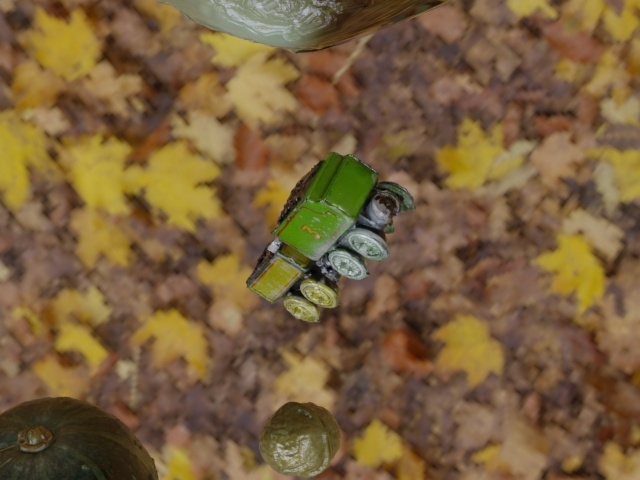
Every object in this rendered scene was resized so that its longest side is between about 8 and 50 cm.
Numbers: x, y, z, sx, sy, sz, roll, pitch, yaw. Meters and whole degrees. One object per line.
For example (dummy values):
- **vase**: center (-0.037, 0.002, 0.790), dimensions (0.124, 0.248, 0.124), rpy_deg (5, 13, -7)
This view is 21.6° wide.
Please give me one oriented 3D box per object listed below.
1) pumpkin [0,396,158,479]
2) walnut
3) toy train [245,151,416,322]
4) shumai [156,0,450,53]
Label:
- **pumpkin**: center (-0.233, 0.224, 1.478), dimensions (0.190, 0.190, 0.146), rpy_deg (21, 144, 20)
- **walnut**: center (-0.021, 0.208, 1.753), dimensions (0.092, 0.092, 0.092), rpy_deg (18, 129, 23)
- **toy train**: center (0.000, 0.000, 1.236), dimensions (0.081, 0.060, 0.202), rpy_deg (32, 152, -6)
- **shumai**: center (-0.024, -0.201, 0.536), dimensions (0.309, 0.304, 0.263), rpy_deg (-39, 56, 11)
